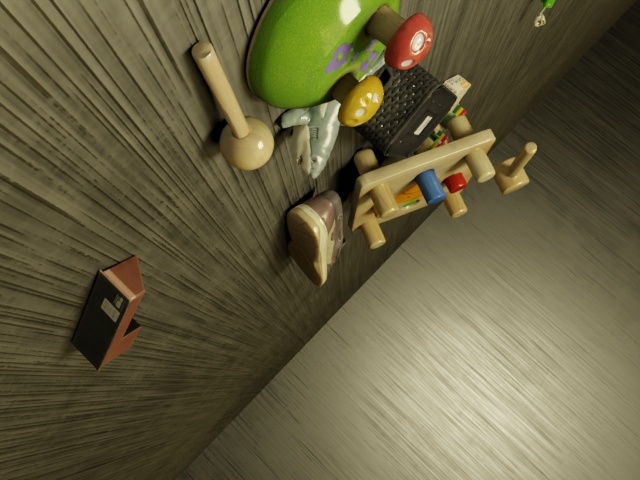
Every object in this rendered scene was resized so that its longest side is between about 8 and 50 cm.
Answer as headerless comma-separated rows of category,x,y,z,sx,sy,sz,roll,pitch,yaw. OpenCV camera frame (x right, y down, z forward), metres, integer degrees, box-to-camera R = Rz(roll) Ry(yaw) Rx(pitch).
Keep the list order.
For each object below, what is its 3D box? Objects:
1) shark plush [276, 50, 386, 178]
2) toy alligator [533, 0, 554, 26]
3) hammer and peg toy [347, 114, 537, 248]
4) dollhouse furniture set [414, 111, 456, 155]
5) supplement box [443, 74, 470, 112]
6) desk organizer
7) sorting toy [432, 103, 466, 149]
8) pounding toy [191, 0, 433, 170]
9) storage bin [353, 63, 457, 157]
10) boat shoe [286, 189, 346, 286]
shark plush,0.023,-0.152,0.672,0.161,0.067,0.073,-46,168,-5
toy alligator,0.456,-0.500,1.122,0.189,0.056,0.051,93,1,-73
hammer and peg toy,0.226,-0.125,1.077,0.361,0.127,0.266,-21,164,-6
dollhouse furniture set,0.201,-0.212,1.096,0.058,0.076,0.151,-47,170,-5
supplement box,0.249,-0.277,1.150,0.062,0.036,0.098,-35,164,-45
desk organizer,-0.222,0.079,0.626,0.050,0.047,0.130,-36,164,-53
sorting toy,0.283,-0.255,1.328,0.132,0.046,0.274,-49,169,10
pounding toy,0.015,-0.156,0.526,0.237,0.110,0.183,-44,168,-16
storage bin,0.122,-0.196,0.849,0.122,0.084,0.180,-51,167,19
boat shoe,0.000,0.000,1.033,0.092,0.103,0.285,-39,161,-15
